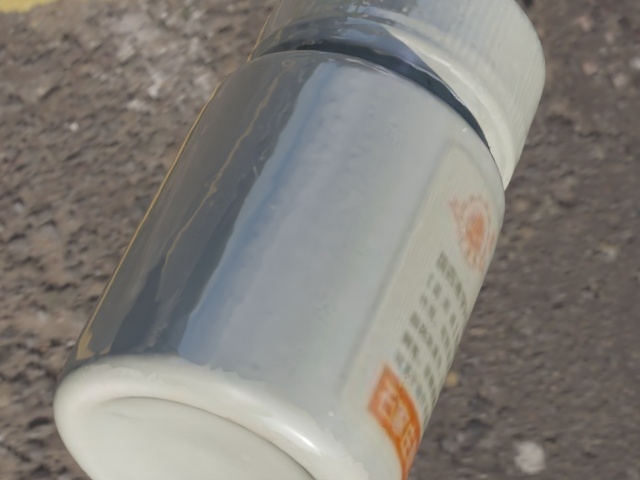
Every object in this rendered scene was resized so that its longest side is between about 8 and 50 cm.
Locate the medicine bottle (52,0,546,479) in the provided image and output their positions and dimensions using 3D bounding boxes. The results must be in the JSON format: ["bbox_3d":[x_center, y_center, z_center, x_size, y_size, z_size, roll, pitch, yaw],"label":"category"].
[{"bbox_3d":[0.000,0.000,1.075,0.211,0.211,0.371,38,53,-18],"label":"medicine bottle"}]
